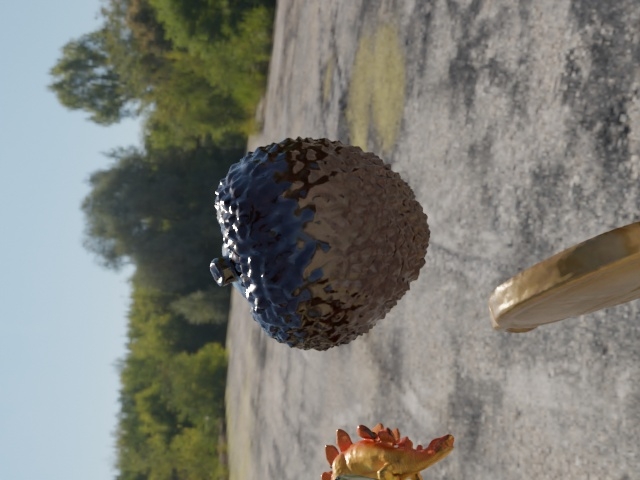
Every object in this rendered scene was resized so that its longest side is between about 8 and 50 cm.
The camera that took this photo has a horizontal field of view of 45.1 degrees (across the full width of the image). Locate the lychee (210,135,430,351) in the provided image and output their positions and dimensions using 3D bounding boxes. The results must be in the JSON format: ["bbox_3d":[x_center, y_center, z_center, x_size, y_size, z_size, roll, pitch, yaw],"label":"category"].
[{"bbox_3d":[-0.004,0.001,0.657,0.194,0.195,0.194,-174,90,-83],"label":"lychee"}]

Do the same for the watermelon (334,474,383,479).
[{"bbox_3d":[0.116,0.235,0.531,0.063,0.245,0.119,-50,-17,-14],"label":"watermelon"}]

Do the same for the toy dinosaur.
[{"bbox_3d":[0.048,0.288,0.961,0.288,0.070,0.117,-37,48,31],"label":"toy dinosaur"}]

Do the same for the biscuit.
[{"bbox_3d":[0.383,0.037,0.954,0.312,0.352,0.057,-47,56,58],"label":"biscuit"}]
